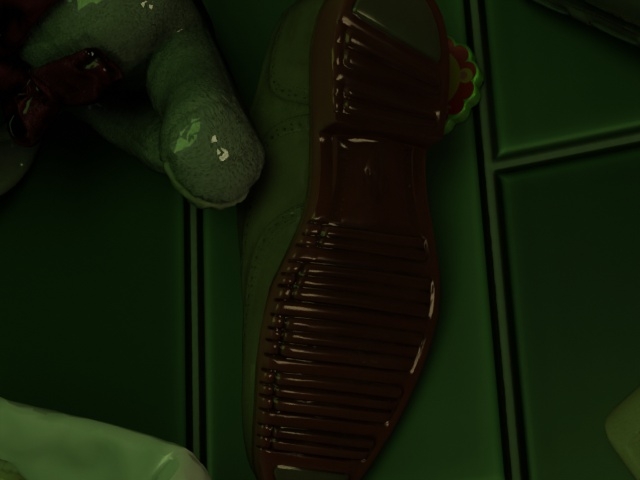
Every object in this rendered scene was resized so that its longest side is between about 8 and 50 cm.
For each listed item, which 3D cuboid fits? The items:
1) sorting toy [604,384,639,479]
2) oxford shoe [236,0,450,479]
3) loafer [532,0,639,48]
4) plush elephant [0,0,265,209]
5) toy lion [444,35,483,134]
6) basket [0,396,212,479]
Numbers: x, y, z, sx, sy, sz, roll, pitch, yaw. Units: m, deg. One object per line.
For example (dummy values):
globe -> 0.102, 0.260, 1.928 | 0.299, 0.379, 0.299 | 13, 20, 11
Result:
sorting toy -> 0.276, 0.121, 0.870 | 0.193, 0.038, 0.208 | -46, 57, 22
oxford shoe -> 0.000, 0.000, 1.038 | 0.130, 0.123, 0.348 | 1, 78, 55
loafer -> 0.234, -0.152, 1.009 | 0.267, 0.084, 0.096 | 34, 55, 26
plush elephant -> -0.216, -0.138, 1.080 | 0.255, 0.272, 0.330 | -28, 22, 4
toy lion -> 0.059, -0.111, 1.089 | 0.100, 0.034, 0.096 | -29, 70, 12
basket -> -0.219, 0.278, 0.892 | 0.328, 0.266, 0.331 | 9, 60, 27
